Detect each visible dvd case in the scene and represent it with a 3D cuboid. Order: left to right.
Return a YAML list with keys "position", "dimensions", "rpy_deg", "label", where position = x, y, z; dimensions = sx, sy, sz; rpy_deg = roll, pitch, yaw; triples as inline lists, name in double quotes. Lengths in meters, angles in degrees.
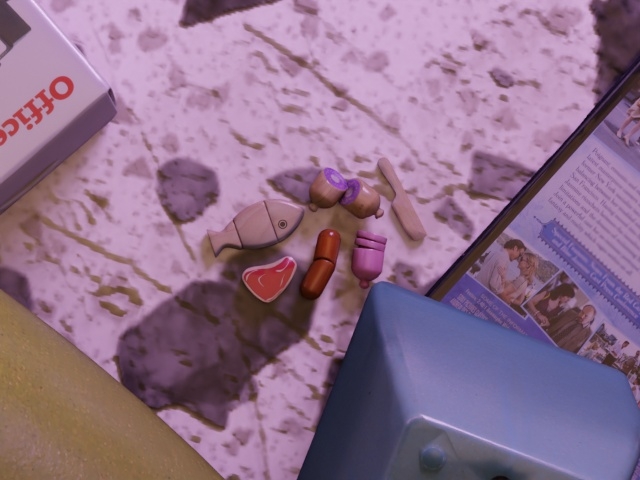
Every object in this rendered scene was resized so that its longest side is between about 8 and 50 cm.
- position: [0.191, 0.027, 1.005]
  dimensions: [0.180, 0.022, 0.253]
  rpy_deg: [43, 85, -1]
  label: "dvd case"

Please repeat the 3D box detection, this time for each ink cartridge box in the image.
- position: [-0.239, -0.110, 0.944]
  dimensions: [0.153, 0.087, 0.208]
  rpy_deg: [-42, 92, -5]
  label: "ink cartridge box"

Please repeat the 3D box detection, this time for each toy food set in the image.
- position: [0.000, 0.000, 0.991]
  dimensions: [0.122, 0.019, 0.078]
  rpy_deg: [-28, 89, -5]
  label: "toy food set"

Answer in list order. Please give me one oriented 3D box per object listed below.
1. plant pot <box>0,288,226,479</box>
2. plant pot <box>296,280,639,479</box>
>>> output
- position: [-0.179, 0.156, 0.866]
  dimensions: [0.293, 0.275, 0.275]
  rpy_deg: [27, 85, -20]
  label: "plant pot"
- position: [0.074, 0.135, 0.868]
  dimensions: [0.165, 0.234, 0.165]
  rpy_deg: [21, 94, 1]
  label: "plant pot"
